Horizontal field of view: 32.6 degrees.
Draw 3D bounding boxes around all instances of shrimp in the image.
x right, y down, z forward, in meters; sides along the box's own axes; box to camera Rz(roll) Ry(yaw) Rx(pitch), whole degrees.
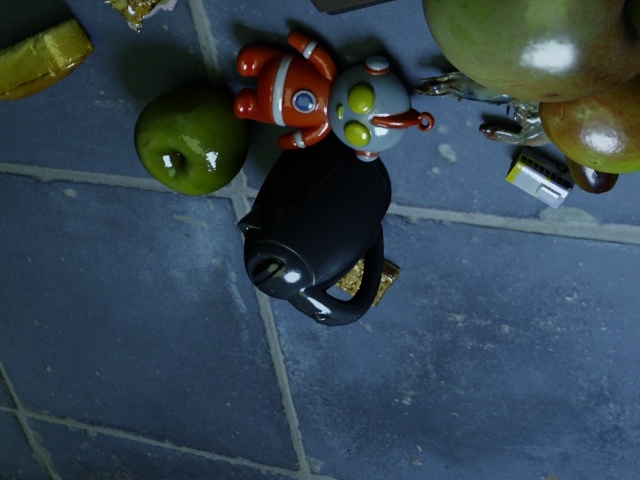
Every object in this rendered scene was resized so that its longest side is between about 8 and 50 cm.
[{"bbox_3d":[0.266,-0.203,1.663,0.251,0.052,0.143,12,135,18],"label":"shrimp"}]

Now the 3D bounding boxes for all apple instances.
[{"bbox_3d":[0.406,-0.184,1.504,0.196,0.196,0.196,15,133,16],"label":"apple"},{"bbox_3d":[0.288,-0.314,1.311,0.277,0.319,0.319,46,154,48],"label":"apple"},{"bbox_3d":[-0.214,-0.173,1.860,0.196,0.157,0.196,19,142,15],"label":"apple"}]

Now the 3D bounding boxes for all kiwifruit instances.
[{"bbox_3d":[0.406,-0.127,1.641,0.075,0.075,0.124,-8,126,33],"label":"kiwifruit"}]

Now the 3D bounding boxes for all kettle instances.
[{"bbox_3d":[0.000,0.000,1.812,0.268,0.290,0.207,42,133,-12],"label":"kettle"}]

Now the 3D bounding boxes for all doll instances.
[{"bbox_3d":[0.019,-0.219,1.738,0.337,0.105,0.199,16,116,17],"label":"doll"}]

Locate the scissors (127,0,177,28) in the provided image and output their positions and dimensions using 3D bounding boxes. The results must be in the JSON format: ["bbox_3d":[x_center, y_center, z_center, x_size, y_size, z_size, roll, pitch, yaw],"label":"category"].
[{"bbox_3d":[-0.265,-0.463,1.736,0.160,0.024,0.317,41,135,-9],"label":"scissors"}]

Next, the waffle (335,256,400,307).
[{"bbox_3d":[0.062,0.052,1.997,0.148,0.042,0.102,32,137,0],"label":"waffle"}]

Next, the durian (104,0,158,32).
[{"bbox_3d":[-0.354,-0.496,1.673,0.341,0.112,0.191,52,132,-1],"label":"durian"}]

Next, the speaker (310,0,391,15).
[{"bbox_3d":[0.083,-0.433,1.488,0.231,0.153,0.192,-7,124,32],"label":"speaker"}]

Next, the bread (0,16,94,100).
[{"bbox_3d":[-0.504,-0.318,1.939,0.246,0.102,0.094,-16,112,35],"label":"bread"}]

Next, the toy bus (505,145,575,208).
[{"bbox_3d":[0.346,-0.097,1.707,0.102,0.058,0.052,31,136,1],"label":"toy bus"}]
